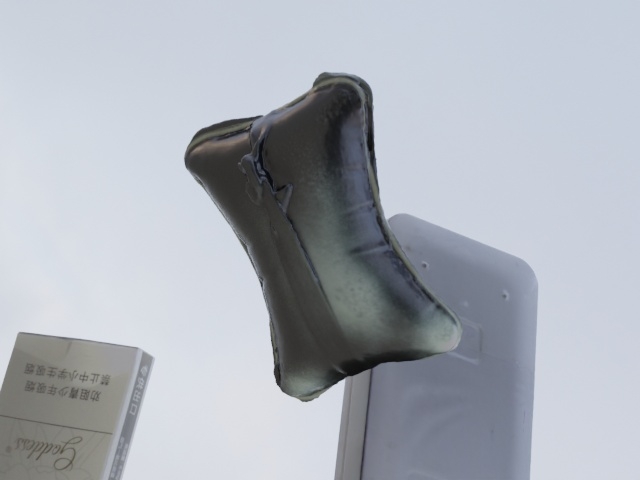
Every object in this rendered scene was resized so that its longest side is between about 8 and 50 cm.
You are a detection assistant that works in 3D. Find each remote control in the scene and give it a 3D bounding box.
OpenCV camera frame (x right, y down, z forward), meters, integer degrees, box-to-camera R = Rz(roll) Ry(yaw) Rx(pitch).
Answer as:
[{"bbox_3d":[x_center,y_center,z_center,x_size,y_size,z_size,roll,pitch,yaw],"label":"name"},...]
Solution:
[{"bbox_3d":[0.057,0.110,0.778,0.103,0.250,0.034,20,-31,-24],"label":"remote control"}]

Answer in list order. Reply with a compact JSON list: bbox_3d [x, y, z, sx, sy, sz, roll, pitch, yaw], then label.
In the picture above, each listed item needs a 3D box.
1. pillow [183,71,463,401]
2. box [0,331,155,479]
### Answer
[{"bbox_3d":[0.000,-0.001,0.699,0.055,0.091,0.135,-131,-164,-83],"label":"pillow"},{"bbox_3d":[-0.188,0.164,1.076,0.109,0.198,0.029,5,-19,28],"label":"box"}]
